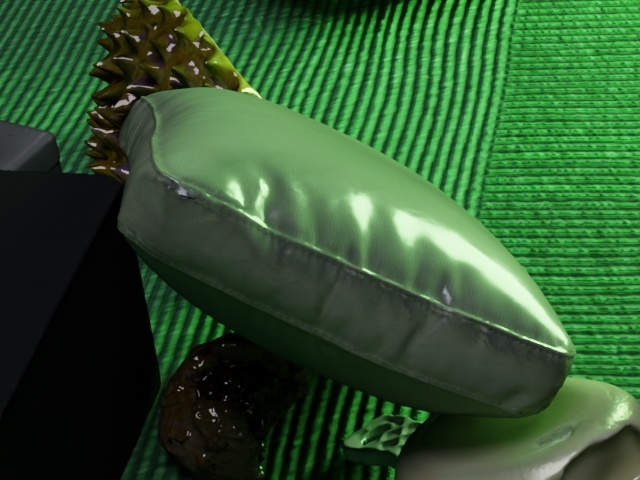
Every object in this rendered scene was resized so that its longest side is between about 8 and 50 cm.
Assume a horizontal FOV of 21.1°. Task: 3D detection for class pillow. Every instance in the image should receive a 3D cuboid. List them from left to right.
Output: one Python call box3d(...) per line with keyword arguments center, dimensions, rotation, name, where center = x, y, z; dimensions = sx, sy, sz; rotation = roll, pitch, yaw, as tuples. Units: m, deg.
box3d(center=(0.000, 0.000, 1.004), dimensions=(0.255, 0.120, 0.322), rotation=(25, 8, -12), name="pillow")

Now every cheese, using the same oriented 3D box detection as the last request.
box3d(center=(0.087, 0.122, 0.960), dimensions=(0.137, 0.064, 0.227), rotation=(-27, 14, -29), name="cheese")

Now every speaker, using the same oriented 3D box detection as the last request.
box3d(center=(-0.253, 0.082, 1.019), dimensions=(0.254, 0.184, 0.232), rotation=(4, 38, 14), name="speaker")

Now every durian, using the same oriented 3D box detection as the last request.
box3d(center=(-0.100, -0.094, 1.260), dimensions=(0.153, 0.187, 0.260), rotation=(-20, 24, -25), name="durian")

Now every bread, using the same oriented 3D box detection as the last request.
box3d(center=(-0.058, 0.097, 1.059), dimensions=(0.082, 0.060, 0.113), rotation=(6, 40, 16), name="bread")

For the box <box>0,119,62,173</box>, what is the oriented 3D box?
box3d(center=(-0.322, -0.063, 1.339), dimensions=(0.243, 0.055, 0.103), rotation=(14, 42, 28), name="box")
